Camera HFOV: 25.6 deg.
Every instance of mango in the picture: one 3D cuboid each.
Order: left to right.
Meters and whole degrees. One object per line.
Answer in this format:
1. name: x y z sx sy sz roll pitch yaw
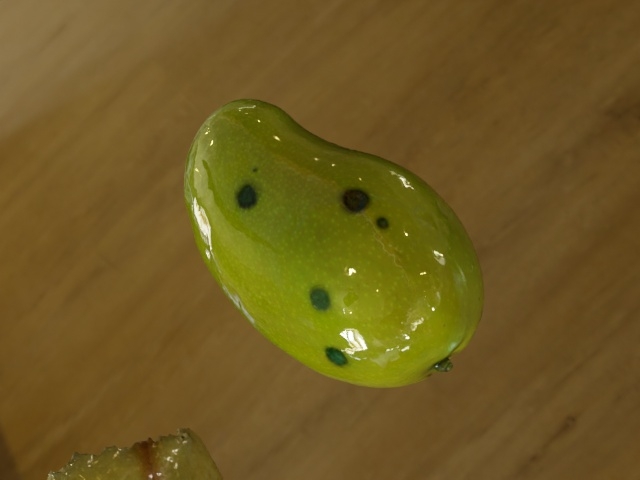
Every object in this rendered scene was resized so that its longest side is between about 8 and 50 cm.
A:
1. mango: 0.000 0.000 1.107 0.293 0.143 0.175 40 104 27

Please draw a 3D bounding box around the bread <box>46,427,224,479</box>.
1. bread: -0.200 0.390 1.544 0.245 0.233 0.361 -18 89 52
